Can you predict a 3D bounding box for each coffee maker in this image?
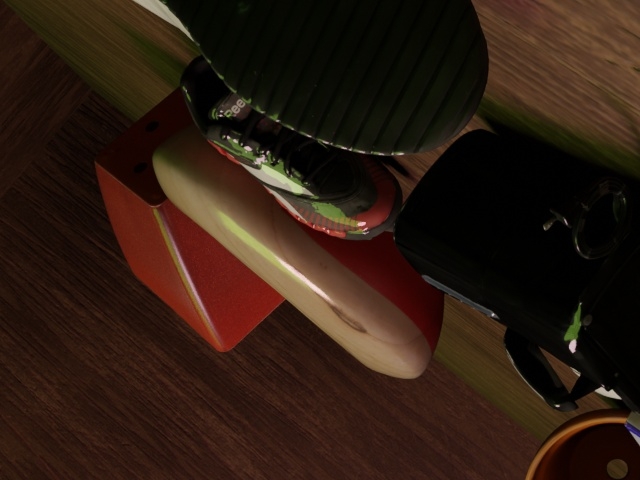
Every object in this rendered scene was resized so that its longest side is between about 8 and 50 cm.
[{"bbox_3d":[0.138,-0.002,0.689,0.178,0.120,0.171,32,148,50],"label":"coffee maker"}]

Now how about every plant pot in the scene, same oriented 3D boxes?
[{"bbox_3d":[-0.156,-0.059,1.567,0.267,0.267,0.236,35,162,44],"label":"plant pot"},{"bbox_3d":[0.348,0.290,1.324,0.205,0.205,0.188,39,-170,10],"label":"plant pot"}]

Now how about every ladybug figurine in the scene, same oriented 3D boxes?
[{"bbox_3d":[0.000,0.000,1.350,0.449,0.162,0.305,43,175,-31],"label":"ladybug figurine"}]

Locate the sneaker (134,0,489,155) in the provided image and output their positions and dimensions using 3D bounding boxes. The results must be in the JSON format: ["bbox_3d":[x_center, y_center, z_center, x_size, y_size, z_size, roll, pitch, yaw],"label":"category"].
[{"bbox_3d":[-0.036,-0.152,0.610,0.330,0.122,0.146,36,-167,21],"label":"sneaker"}]

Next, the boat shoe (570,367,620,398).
[{"bbox_3d":[0.194,0.055,0.873,0.070,0.078,0.219,40,177,-26],"label":"boat shoe"}]

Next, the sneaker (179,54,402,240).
[{"bbox_3d":[-0.038,-0.098,1.107,0.276,0.097,0.135,39,178,25],"label":"sneaker"}]

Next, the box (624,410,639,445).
[{"bbox_3d":[0.344,0.184,0.972,0.126,0.072,0.137,35,173,39],"label":"box"}]
